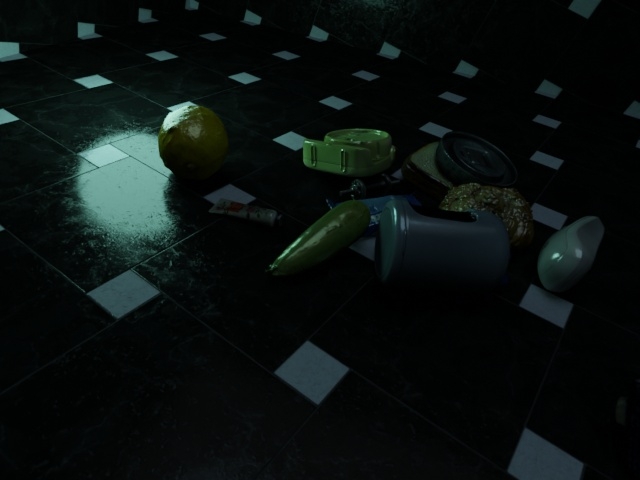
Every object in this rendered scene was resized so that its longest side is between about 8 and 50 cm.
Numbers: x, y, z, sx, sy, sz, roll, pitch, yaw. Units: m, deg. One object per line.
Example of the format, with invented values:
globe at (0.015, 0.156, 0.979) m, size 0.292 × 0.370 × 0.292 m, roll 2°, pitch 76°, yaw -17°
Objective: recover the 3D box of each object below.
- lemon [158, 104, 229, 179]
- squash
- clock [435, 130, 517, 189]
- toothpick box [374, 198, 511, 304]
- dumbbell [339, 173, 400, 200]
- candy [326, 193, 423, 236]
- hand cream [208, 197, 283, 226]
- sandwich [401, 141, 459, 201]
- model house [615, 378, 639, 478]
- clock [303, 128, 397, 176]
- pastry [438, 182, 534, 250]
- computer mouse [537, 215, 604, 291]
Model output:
lemon at (-0.421, -0.326, 1.557) m, size 0.234 × 0.233 × 0.288 m, roll -3°, pitch 50°, yaw -15°
squash at (0.005, 0.006, 1.297) m, size 0.118 × 0.118 × 0.370 m, roll 34°, pitch 55°, yaw 29°
clock at (0.571, -0.285, 1.721) m, size 0.313 × 0.061 × 0.312 m, roll 13°, pitch 44°, yaw -13°
toothpick box at (0.338, 0.036, 1.252) m, size 0.355 × 0.263 × 0.263 m, roll 6°, pitch 38°, yaw -6°
dumbbell at (0.173, -0.180, 1.604) m, size 0.254 × 0.081 × 0.081 m, roll -14°, pitch 43°, yaw -29°
candy at (0.197, -0.084, 1.494) m, size 0.331 × 0.077 × 0.187 m, roll -10°, pitch 48°, yaw -19°
hand cream at (-0.225, -0.086, 1.437) m, size 0.234 × 0.050 × 0.080 m, roll 13°, pitch 41°, yaw 16°
sandwich at (0.440, -0.260, 1.752) m, size 0.226 × 0.087 × 0.251 m, roll 39°, pitch 45°, yaw 16°
model house at (0.753, 0.377, 0.914) m, size 0.284 × 0.243 × 0.298 m, roll 9°, pitch 2°, yaw 43°
clock at (0.131, -0.331, 1.712) m, size 0.286 × 0.117 × 0.348 m, roll 17°, pitch 30°, yaw 35°
pastry at (0.535, -0.086, 1.493) m, size 0.311 × 0.162 × 0.255 m, roll 13°, pitch 36°, yaw 3°
computer mouse at (0.719, 0.028, 1.375) m, size 0.121 × 0.184 × 0.297 m, roll 34°, pitch 50°, yaw 13°
